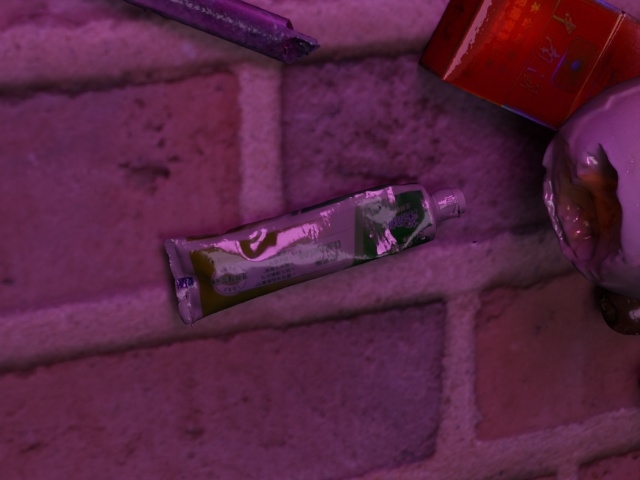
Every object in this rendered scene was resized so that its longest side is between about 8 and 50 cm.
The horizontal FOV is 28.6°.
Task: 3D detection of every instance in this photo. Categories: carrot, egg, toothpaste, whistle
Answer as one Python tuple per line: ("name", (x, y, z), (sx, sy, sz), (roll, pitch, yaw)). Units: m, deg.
("carrot", (0.345, 0.047, 1.166), (0.186, 0.060, 0.060), (-12, 119, -21))
("egg", (0.292, -0.045, 0.969), (0.217, 0.183, 0.183), (-16, 120, -17))
("toothpaste", (0.000, 0.000, 1.001), (0.247, 0.047, 0.078), (-17, 116, -13))
("whistle", (-0.080, -0.163, 0.889), (0.176, 0.033, 0.033), (17, 107, -29))

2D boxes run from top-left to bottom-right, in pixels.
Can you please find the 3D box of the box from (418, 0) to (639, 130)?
("box", (0.178, -0.152, 1.000), (0.175, 0.048, 0.112), (18, 106, -30))
